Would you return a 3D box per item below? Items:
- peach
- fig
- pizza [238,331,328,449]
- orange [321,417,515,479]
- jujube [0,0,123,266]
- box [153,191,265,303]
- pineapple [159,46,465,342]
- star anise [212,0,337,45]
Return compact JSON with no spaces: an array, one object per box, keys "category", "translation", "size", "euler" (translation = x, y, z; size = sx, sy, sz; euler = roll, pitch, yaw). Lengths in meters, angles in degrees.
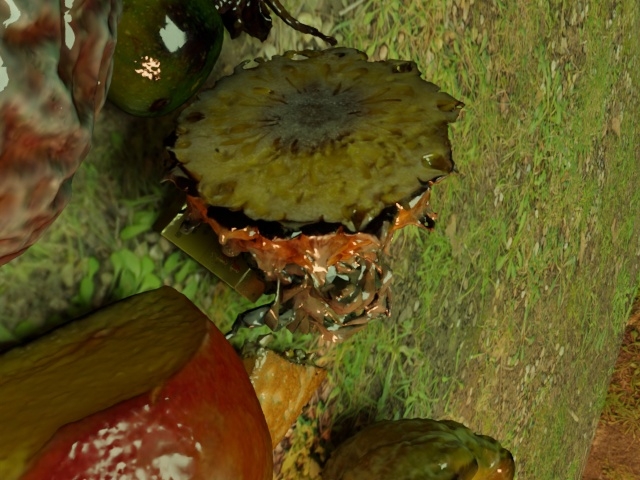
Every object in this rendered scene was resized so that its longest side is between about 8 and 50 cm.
[{"category":"peach","translation":[-0.168,0.228,0.531],"size":[0.306,0.242,0.381],"euler":[10,91,-49]},{"category":"fig","translation":[-0.159,-0.183,0.563],"size":[0.156,0.123,0.123],"euler":[42,59,-8]},{"category":"pizza","translation":[-0.057,0.179,0.820],"size":[0.198,0.062,0.188],"euler":[-13,122,-58]},{"category":"orange","translation":[0.118,0.364,0.965],"size":[0.368,0.210,0.271],"euler":[19,107,-52]},{"category":"jujube","translation":[-0.227,-0.135,0.389],"size":[0.226,0.225,0.317],"euler":[27,72,-53]},{"category":"box","translation":[-0.093,-0.004,0.720],"size":[0.089,0.022,0.156],"euler":[-50,133,-6]},{"category":"pineapple","translation":[0.000,0.000,0.652],"size":[0.262,0.262,0.272],"euler":[-49,152,-34]},{"category":"star anise","translation":[-0.061,-0.237,0.686],"size":[0.190,0.070,0.098],"euler":[14,77,-42]}]
